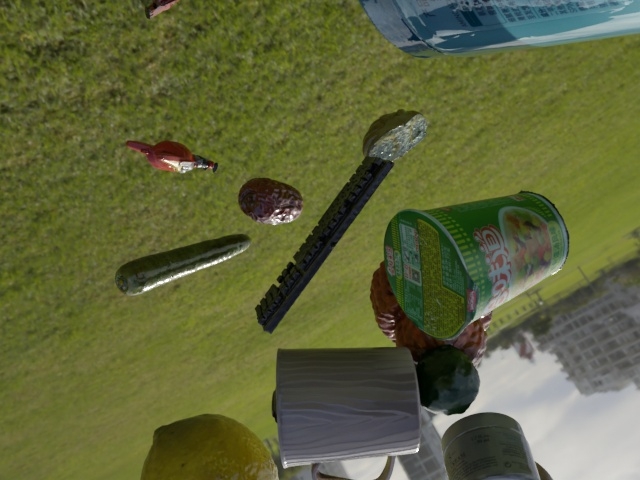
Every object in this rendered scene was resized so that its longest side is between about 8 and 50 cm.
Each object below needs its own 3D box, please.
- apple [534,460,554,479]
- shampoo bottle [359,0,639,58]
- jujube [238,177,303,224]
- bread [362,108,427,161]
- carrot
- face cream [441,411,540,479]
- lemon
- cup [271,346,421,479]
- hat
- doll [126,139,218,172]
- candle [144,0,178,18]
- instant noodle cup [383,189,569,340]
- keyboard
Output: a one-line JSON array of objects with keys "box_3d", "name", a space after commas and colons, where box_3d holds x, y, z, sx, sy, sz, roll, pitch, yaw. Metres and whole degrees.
[{"box_3d": [0.500, 0.724, 1.657, 0.305, 0.235, 0.305, -56, -172, 12], "name": "apple"}, {"box_3d": [0.249, -0.385, 0.692, 0.331, 0.331, 0.343, -17, -162, -38], "name": "shampoo bottle"}, {"box_3d": [-0.114, -0.089, 1.469, 0.109, 0.112, 0.176, -25, 164, 29], "name": "jujube"}, {"box_3d": [0.149, -0.225, 1.297, 0.157, 0.094, 0.083, -22, 132, -9], "name": "bread"}, {"box_3d": [-0.289, 0.040, 1.389, 0.359, 0.074, 0.074, -22, 164, -46], "name": "carrot"}, {"box_3d": [0.342, 0.461, 1.258, 0.177, 0.177, 0.153, -35, -153, 20], "name": "face cream"}, {"box_3d": [-0.258, 0.577, 1.477, 0.336, 0.336, 0.336, -27, 164, -8], "name": "lemon"}, {"box_3d": [0.047, 0.344, 1.196, 0.273, 0.288, 0.208, -4, 163, -1], "name": "cup"}, {"box_3d": [0.279, 0.191, 1.345, 0.285, 0.400, 0.285, -8, 125, -11], "name": "hat"}, {"box_3d": [-0.271, -0.159, 1.190, 0.169, 0.109, 0.057, -2, 111, -51], "name": "doll"}, {"box_3d": [-0.218, -0.412, 1.020, 0.167, 0.021, 0.026, -43, 140, -25], "name": "candle"}, {"box_3d": [0.250, 0.024, 0.966, 0.233, 0.207, 0.207, -16, 160, -25], "name": "instant noodle cup"}, {"box_3d": [0.000, 0.000, 0.961, 0.317, 0.027, 0.106, -54, -164, 1], "name": "keyboard"}]
